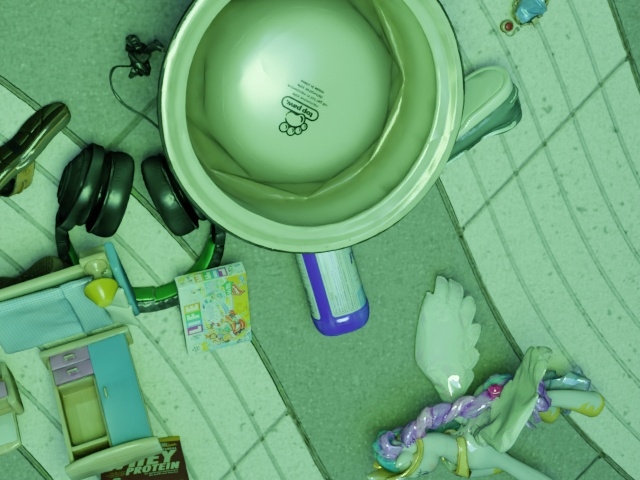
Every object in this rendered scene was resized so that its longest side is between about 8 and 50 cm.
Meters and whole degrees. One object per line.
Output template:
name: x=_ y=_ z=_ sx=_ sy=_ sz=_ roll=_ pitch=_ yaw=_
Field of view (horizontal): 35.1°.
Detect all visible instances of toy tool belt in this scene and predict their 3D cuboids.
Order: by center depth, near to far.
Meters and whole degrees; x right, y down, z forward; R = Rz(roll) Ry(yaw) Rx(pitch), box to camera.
toy tool belt: x=0.319 y=-0.352 z=1.566 sx=0.083 sy=0.051 sz=0.052 roll=-41 pitch=108 yaw=-1

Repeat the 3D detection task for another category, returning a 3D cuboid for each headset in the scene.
headset: x=-0.263 y=-0.088 z=1.470 sx=0.243 sy=0.185 sz=0.394 roll=-3 pitch=119 yaw=-13

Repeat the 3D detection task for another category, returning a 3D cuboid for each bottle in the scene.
bottle: x=0.000 y=0.000 z=1.540 sx=0.092 sy=0.118 sz=0.283 roll=-16 pitch=106 yaw=1

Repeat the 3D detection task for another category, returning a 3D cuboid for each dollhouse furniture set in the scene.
dollhouse furniture set: x=-0.372 y=0.183 z=1.374 sx=0.286 sy=0.198 sz=0.303 roll=-17 pitch=149 yaw=-9

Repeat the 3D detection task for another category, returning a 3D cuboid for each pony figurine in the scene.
pony figurine: x=0.272 y=0.272 z=1.614 sx=0.363 sy=0.303 sz=0.351 roll=11 pitch=110 yaw=-31

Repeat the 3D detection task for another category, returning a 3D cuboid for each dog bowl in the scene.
dog bowl: x=-0.023 y=-0.197 z=1.347 sx=0.407 sy=0.150 sz=0.408 roll=-6 pitch=110 yaw=-16

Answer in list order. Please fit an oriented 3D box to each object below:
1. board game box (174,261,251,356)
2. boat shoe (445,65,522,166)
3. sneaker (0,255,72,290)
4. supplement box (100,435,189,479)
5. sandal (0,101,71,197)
board game box: x=-0.161 y=0.105 z=1.534 sx=0.103 sy=0.026 sz=0.154 roll=-14 pitch=135 yaw=-12
boat shoe: x=0.174 y=-0.134 z=1.552 sx=0.319 sy=0.116 sz=0.099 roll=-38 pitch=133 yaw=5
sneaker: x=-0.419 y=0.083 z=1.459 sx=0.188 sy=0.066 sz=0.071 roll=-22 pitch=139 yaw=32
supplement box: x=-0.262 y=0.430 z=1.541 sx=0.129 sy=0.191 sz=0.194 roll=-6 pitch=104 yaw=-12
sandal: x=-0.433 y=-0.107 z=1.442 sx=0.219 sy=0.090 sz=0.060 roll=-46 pitch=131 yaw=-7
